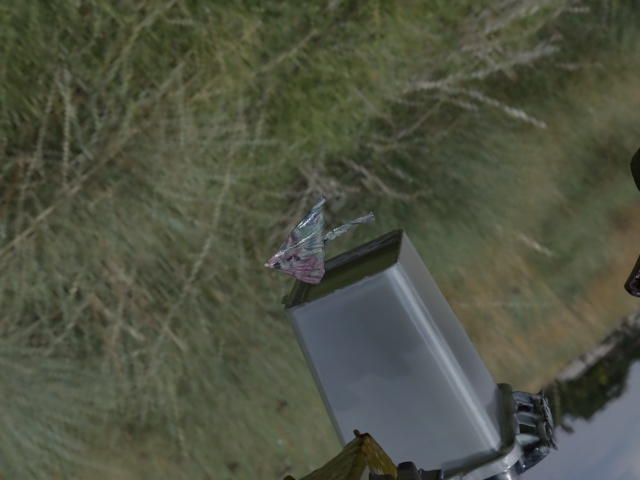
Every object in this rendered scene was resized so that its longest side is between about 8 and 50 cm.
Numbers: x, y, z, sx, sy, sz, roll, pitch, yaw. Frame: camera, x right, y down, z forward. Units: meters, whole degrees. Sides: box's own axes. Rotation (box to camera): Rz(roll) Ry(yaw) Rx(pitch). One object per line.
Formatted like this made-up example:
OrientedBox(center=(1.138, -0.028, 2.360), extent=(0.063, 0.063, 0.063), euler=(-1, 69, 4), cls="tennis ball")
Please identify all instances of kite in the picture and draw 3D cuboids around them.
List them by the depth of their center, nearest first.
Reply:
OrientedBox(center=(0.000, 0.000, 1.342), extent=(0.156, 0.011, 0.139), euler=(-25, 140, -25), cls="kite")

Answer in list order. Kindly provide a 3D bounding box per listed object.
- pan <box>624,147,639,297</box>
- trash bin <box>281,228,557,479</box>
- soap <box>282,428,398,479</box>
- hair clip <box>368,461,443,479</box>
OrientedBox(center=(0.345, -0.027, 1.152), extent=(0.212, 0.115, 0.040), euler=(-54, 180, -36), cls="pan")
OrientedBox(center=(0.131, 0.182, 1.648), extent=(0.296, 0.368, 0.256), euler=(-23, -167, 15), cls="trash bin")
OrientedBox(center=(0.069, 0.389, 1.154), extent=(0.156, 0.335, 0.293), euler=(-37, 179, 14), cls="soap")
OrientedBox(center=(0.071, 0.238, 0.974), extent=(0.137, 0.090, 0.278), euler=(-9, 173, 1), cls="hair clip")
